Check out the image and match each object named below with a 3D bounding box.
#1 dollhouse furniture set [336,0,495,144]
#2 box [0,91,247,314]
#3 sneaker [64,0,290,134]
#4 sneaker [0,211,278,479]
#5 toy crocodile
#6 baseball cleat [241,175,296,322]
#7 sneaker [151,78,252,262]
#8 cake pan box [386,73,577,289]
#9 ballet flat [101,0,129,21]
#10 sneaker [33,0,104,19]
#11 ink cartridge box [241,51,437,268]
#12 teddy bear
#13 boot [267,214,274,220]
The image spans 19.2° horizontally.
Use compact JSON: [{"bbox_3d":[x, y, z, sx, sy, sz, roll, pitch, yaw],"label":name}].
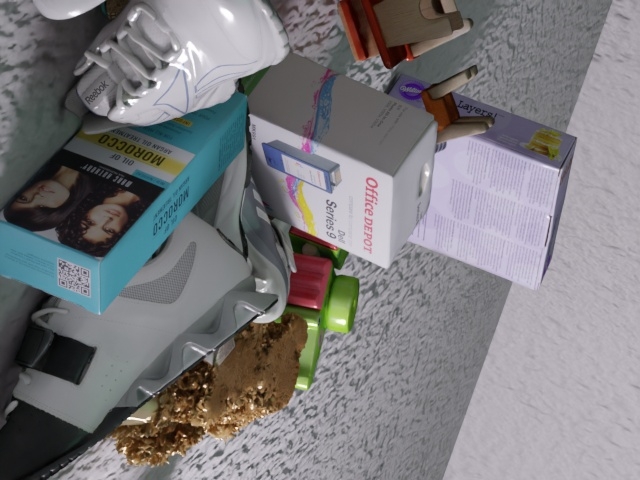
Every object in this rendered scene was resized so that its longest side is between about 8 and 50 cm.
[{"bbox_3d":[0.072,-0.222,1.919,0.259,0.135,0.262,-44,116,-77],"label":"dollhouse furniture set"},{"bbox_3d":[-0.160,-0.049,1.548,0.244,0.101,0.060,-53,158,-44],"label":"box"},{"bbox_3d":[-0.112,-0.139,1.407,0.129,0.111,0.297,-31,175,-20],"label":"sneaker"},{"bbox_3d":[-0.207,0.097,1.607,0.330,0.146,0.122,-39,-178,-17],"label":"sneaker"},{"bbox_3d":[0.000,0.000,2.092,0.105,0.115,0.340,73,34,-69],"label":"toy crocodile"},{"bbox_3d":[-0.081,-0.023,1.812,0.109,0.072,0.205,-54,130,-70],"label":"baseball cleat"},{"bbox_3d":[-0.117,-0.053,1.694,0.100,0.108,0.271,-137,-129,-81],"label":"sneaker"},{"bbox_3d":[0.192,-0.068,2.437,0.070,0.246,0.267,-57,160,-34],"label":"cake pan box"},{"bbox_3d":[-0.101,-0.250,1.529,0.206,0.067,0.073,-61,165,-22],"label":"ballet flat"},{"bbox_3d":[-0.135,-0.294,1.361,0.123,0.106,0.290,46,71,-35],"label":"sneaker"},{"bbox_3d":[-0.003,-0.086,1.809,0.093,0.212,0.154,-57,162,-30],"label":"ink cartridge box"},{"bbox_3d":[-0.134,0.113,1.890,0.338,0.113,0.245,-21,123,-61],"label":"teddy bear"},{"bbox_3d":[-0.072,0.001,2.030,0.106,0.037,0.114,4,104,-60],"label":"boot"}]
